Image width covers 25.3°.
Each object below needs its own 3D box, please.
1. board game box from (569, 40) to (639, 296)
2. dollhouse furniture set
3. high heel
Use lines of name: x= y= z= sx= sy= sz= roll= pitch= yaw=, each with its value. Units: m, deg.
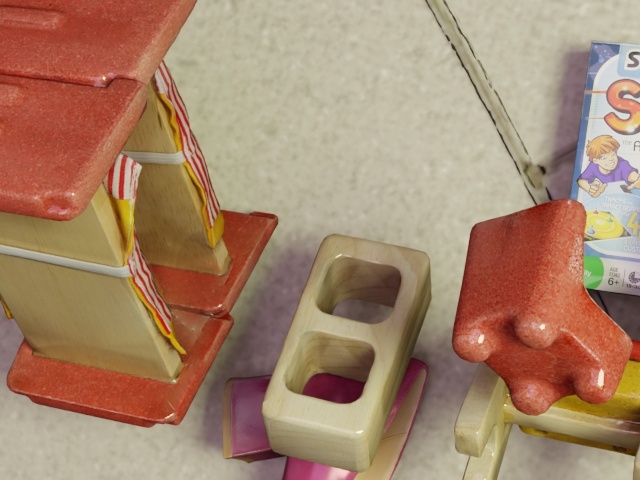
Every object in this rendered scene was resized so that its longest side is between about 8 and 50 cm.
board game box: x=0.237 y=-0.029 z=0.760 sx=0.201 sy=0.035 sz=0.136 roll=7 pitch=89 yaw=15
dollhouse furniture set: x=0.000 y=0.000 z=0.708 sx=0.374 sy=0.201 sz=0.152 roll=10 pitch=55 yaw=18
high heel: x=0.014 y=0.184 z=0.789 sx=0.117 sy=0.082 sz=0.244 roll=-9 pitch=74 yaw=19
